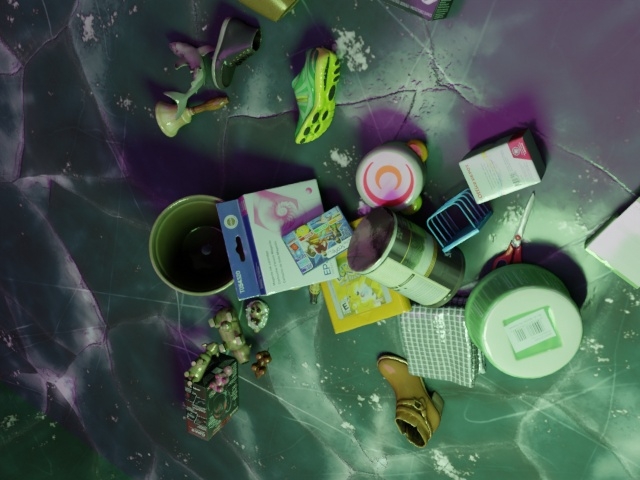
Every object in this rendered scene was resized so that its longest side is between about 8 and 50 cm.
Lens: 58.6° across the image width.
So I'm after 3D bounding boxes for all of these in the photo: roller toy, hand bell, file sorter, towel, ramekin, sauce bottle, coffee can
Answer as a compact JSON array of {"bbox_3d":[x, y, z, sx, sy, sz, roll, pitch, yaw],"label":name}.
[{"bbox_3d":[0.206,-0.188,1.643,0.191,0.146,0.209,7,109,15],"label":"roller toy"},{"bbox_3d":[-0.414,-0.438,1.906,0.242,0.126,0.126,-12,105,17],"label":"hand bell"},{"bbox_3d":[0.385,-0.062,1.589,0.118,0.170,0.104,-37,89,34],"label":"file sorter"},{"bbox_3d":[0.379,0.315,1.784,0.235,0.121,0.284,0,111,29],"label":"towel"},{"bbox_3d":[0.562,0.228,1.570,0.303,0.148,0.303,1,104,4],"label":"ramekin"},{"bbox_3d":[-0.018,0.164,1.975,0.042,0.042,0.128,15,118,22],"label":"sauce bottle"},{"bbox_3d":[0.243,0.052,1.620,0.275,0.201,0.201,26,129,-27],"label":"coffee can"}]

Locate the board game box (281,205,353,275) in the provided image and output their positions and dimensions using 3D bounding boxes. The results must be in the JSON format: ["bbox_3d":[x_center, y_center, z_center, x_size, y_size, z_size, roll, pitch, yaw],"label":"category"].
[{"bbox_3d":[0.000,0.000,1.756,0.201,0.035,0.136,-29,88,-9],"label":"board game box"}]

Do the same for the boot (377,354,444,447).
[{"bbox_3d":[0.271,0.525,1.870,0.283,0.220,0.109,46,124,3],"label":"boot"}]

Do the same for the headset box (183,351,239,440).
[{"bbox_3d":[-0.432,0.634,2.288,0.110,0.218,0.293,14,117,24],"label":"headset box"}]

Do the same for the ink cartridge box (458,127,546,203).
[{"bbox_3d":[0.480,-0.196,1.505,0.176,0.127,0.128,-20,101,32],"label":"ink cartridge box"}]

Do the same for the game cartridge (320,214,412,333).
[{"bbox_3d":[0.114,0.108,1.818,0.285,0.052,0.324,-24,81,34],"label":"game cartridge"}]

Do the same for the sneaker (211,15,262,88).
[{"bbox_3d":[-0.260,-0.563,1.763,0.118,0.083,0.222,25,119,16],"label":"sneaker"}]

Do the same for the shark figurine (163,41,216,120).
[{"bbox_3d":[-0.402,-0.520,1.831,0.166,0.278,0.116,-5,153,0],"label":"shark figurine"}]

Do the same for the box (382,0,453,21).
[{"bbox_3d":[0.271,-0.698,1.390,0.165,0.143,0.270,28,121,14],"label":"box"}]

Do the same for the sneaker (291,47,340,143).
[{"bbox_3d":[-0.023,-0.430,1.701,0.123,0.109,0.295,41,129,34],"label":"sneaker"}]

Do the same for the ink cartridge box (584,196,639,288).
[{"bbox_3d":[0.822,-0.013,1.450,0.171,0.056,0.235,39,120,7],"label":"ink cartridge box"}]

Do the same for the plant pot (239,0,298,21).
[{"bbox_3d":[-0.170,-0.743,1.573,0.254,0.237,0.237,44,125,-12],"label":"plant pot"}]

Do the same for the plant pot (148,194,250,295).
[{"bbox_3d":[-0.397,0.026,1.940,0.323,0.280,0.323,1,84,-7],"label":"plant pot"}]

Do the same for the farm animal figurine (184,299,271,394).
[{"bbox_3d":[-0.342,0.395,2.134,0.330,0.172,0.327,-5,87,3],"label":"farm animal figurine"}]

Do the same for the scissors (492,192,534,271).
[{"bbox_3d":[0.547,0.005,1.622,0.109,0.021,0.297,7,115,27],"label":"scissors"}]

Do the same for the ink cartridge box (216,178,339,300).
[{"bbox_3d":[-0.135,-0.002,1.796,0.330,0.071,0.324,-14,88,-7],"label":"ink cartridge box"}]
